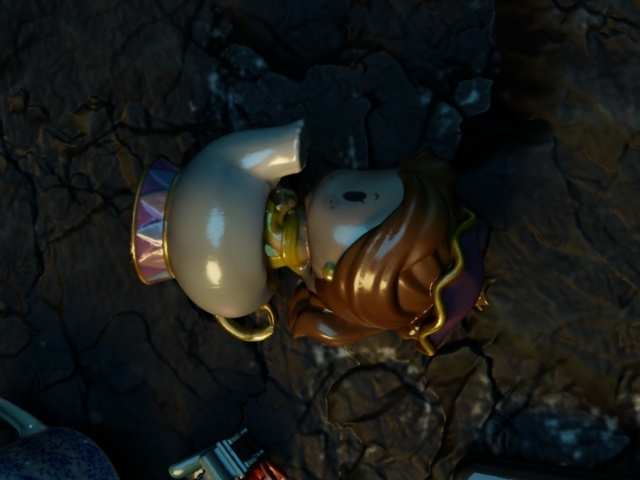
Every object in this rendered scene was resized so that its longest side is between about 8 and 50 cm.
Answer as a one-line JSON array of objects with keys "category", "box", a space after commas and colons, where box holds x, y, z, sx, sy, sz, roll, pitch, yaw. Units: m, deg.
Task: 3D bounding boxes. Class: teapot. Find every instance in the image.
[{"category": "teapot", "box": [-0.238, 0.225, 0.829, 0.159, 0.159, 0.232, -21, 76, 11]}]

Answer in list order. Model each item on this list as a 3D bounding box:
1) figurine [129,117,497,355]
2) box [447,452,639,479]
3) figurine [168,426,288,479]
[{"category": "figurine", "box": [0.000, 0.000, 0.803, 0.264, 0.142, 0.189, 7, 124, 10]}, {"category": "box", "box": [0.164, 0.284, 0.816, 0.160, 0.050, 0.230, 7, 92, 11]}, {"category": "figurine", "box": [-0.099, 0.210, 0.858, 0.140, 0.068, 0.075, -43, 86, 7]}]
